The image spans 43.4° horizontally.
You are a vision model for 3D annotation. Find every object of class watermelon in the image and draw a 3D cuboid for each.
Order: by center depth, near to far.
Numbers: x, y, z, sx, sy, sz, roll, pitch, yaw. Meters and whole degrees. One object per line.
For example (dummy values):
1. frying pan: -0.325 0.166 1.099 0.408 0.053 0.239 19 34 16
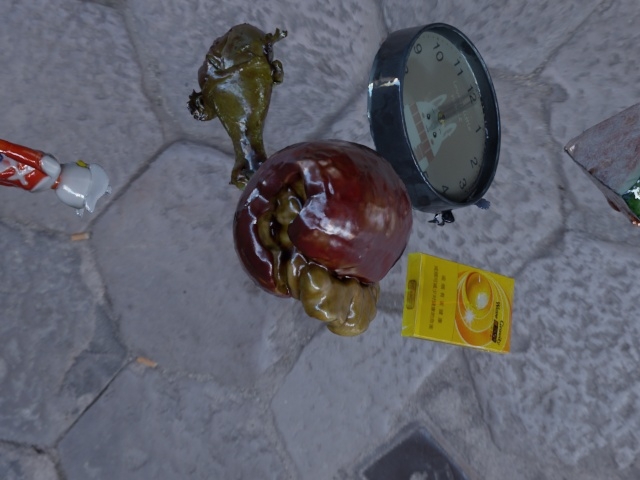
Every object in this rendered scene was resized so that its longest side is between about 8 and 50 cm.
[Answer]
1. watermelon: 0.696 -0.184 1.724 0.250 0.283 0.292 -35 52 9

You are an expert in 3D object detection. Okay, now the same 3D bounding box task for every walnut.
1. walnut: 0.000 0.000 0.988 0.222 0.269 0.243 -7 88 21

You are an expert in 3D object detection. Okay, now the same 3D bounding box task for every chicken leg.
1. chicken leg: -0.174 -0.269 1.597 0.212 0.140 0.360 -9 66 33

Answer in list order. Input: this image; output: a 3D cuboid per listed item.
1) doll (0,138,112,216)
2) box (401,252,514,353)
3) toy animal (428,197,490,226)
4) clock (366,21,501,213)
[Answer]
1. doll: -0.553 -0.131 1.437 0.384 0.188 0.099 18 72 -37
2. box: 0.260 0.120 1.484 0.269 0.043 0.152 14 78 -37
3. toy animal: 0.263 -0.083 1.713 0.220 0.062 0.107 16 73 -15
4. clock: 0.240 -0.246 1.614 0.077 0.386 0.385 -5 100 42
